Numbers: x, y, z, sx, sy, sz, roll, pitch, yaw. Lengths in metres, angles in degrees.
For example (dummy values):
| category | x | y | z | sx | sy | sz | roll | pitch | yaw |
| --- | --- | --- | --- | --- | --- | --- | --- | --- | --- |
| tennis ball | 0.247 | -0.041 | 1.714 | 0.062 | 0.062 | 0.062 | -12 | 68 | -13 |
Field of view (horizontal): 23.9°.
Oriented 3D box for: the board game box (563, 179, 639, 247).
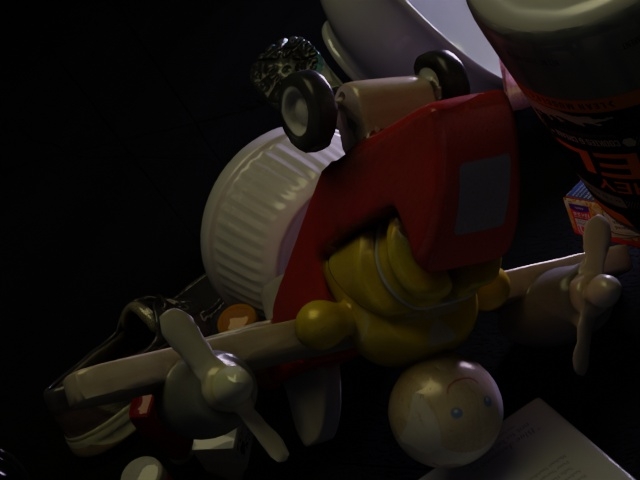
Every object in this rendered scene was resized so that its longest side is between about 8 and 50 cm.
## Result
| category | x | y | z | sx | sy | sz | roll | pitch | yaw |
| --- | --- | --- | --- | --- | --- | --- | --- | --- | --- |
| board game box | 0.329 | -0.048 | 1.293 | 0.193 | 0.045 | 0.147 | 15 | 49 | 45 |

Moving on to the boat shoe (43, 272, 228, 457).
| category | x | y | z | sx | sy | sz | roll | pitch | yaw |
| --- | --- | --- | --- | --- | --- | --- | --- | --- | --- |
| boat shoe | -0.168 | 0.101 | 1.561 | 0.285 | 0.092 | 0.103 | -44 | 27 | -28 |

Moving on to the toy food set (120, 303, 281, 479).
| category | x | y | z | sx | sy | sz | roll | pitch | yaw |
| --- | --- | --- | --- | --- | --- | --- | --- | --- | --- |
| toy food set | -0.104 | 0.181 | 1.370 | 0.111 | 0.104 | 0.232 | -6 | 49 | 19 |

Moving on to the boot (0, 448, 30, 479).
| category | x | y | z | sx | sy | sz | roll | pitch | yaw |
| --- | --- | --- | --- | --- | --- | --- | --- | --- | --- |
| boot | -0.303 | 0.317 | 1.240 | 0.260 | 0.131 | 0.348 | -12 | 40 | 50 |

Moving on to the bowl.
| category | x | y | z | sx | sy | sz | roll | pitch | yaw |
| --- | --- | --- | --- | --- | --- | --- | --- | --- | --- |
| bowl | 0.097 | -0.246 | 1.756 | 0.134 | 0.298 | 0.298 | -44 | 17 | 25 |

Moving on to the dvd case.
| category | x | y | z | sx | sy | sz | roll | pitch | yaw |
| --- | --- | --- | --- | --- | --- | --- | --- | --- | --- |
| dvd case | 0.140 | 0.212 | 1.073 | 0.180 | 0.022 | 0.253 | -33 | 24 | -7 |

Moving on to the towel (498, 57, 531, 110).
| category | x | y | z | sx | sy | sz | roll | pitch | yaw |
| --- | --- | --- | --- | --- | --- | --- | --- | --- | --- |
| towel | 0.352 | -0.241 | 1.635 | 0.329 | 0.037 | 0.237 | -15 | 28 | 11 |

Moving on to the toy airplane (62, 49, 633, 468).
| category | x | y | z | sx | sy | sz | roll | pitch | yaw |
| --- | --- | --- | --- | --- | --- | --- | --- | --- | --- |
| toy airplane | 0.043 | 0.069 | 1.185 | 0.386 | 0.384 | 0.272 | -34 | 62 | 12 |

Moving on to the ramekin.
| category | x | y | z | sx | sy | sz | roll | pitch | yaw |
| --- | --- | --- | --- | --- | --- | --- | --- | --- | --- |
| ramekin | 0.000 | 0.000 | 1.439 | 0.207 | 0.207 | 0.109 | -38 | 33 | -15 |

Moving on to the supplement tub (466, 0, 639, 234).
| category | x | y | z | sx | sy | sz | roll | pitch | yaw |
| --- | --- | --- | --- | --- | --- | --- | --- | --- | --- |
| supplement tub | 0.252 | -0.129 | 1.117 | 0.194 | 0.316 | 0.193 | -20 | 47 | 24 |

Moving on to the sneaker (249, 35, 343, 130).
| category | x | y | z | sx | sy | sz | roll | pitch | yaw |
| --- | --- | --- | --- | --- | --- | --- | --- | --- | --- |
| sneaker | 0.024 | -0.127 | 1.775 | 0.110 | 0.122 | 0.283 | -36 | 47 | 9 |
